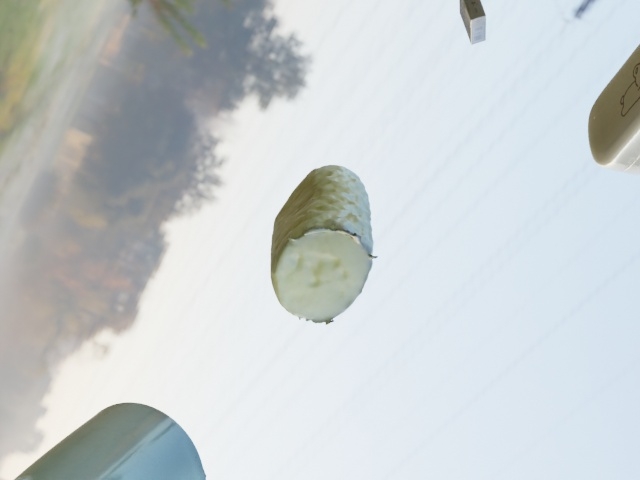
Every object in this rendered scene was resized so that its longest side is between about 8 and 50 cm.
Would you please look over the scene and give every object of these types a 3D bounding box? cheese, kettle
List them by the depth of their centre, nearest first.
[{"bbox_3d":[0.000,0.000,1.383,0.167,0.094,0.123,-91,-154,-65],"label":"cheese"},{"bbox_3d":[-0.236,0.318,1.416,0.165,0.240,0.255,-18,-172,24],"label":"kettle"}]

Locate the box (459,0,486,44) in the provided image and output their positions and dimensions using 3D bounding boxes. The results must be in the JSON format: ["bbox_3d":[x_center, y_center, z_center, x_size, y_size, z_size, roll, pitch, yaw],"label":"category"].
[{"bbox_3d":[0.204,-0.303,1.793,0.083,0.024,0.053,61,11,-72],"label":"box"}]

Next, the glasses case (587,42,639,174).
[{"bbox_3d":[0.293,-0.136,1.129,0.196,0.050,0.083,122,-28,-46],"label":"glasses case"}]
